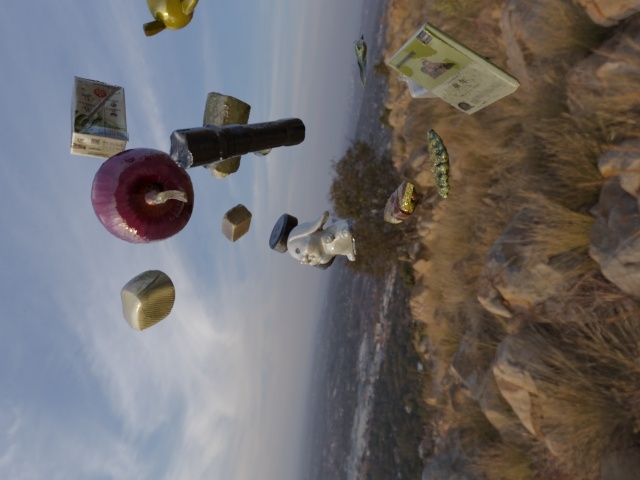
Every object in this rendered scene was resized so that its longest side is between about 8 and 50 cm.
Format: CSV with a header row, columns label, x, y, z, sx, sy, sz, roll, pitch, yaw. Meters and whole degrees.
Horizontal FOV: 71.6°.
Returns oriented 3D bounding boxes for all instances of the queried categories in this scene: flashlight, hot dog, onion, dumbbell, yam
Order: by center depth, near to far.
label,x,y,z,sx,sy,sz,roll,pitch,yaw
flashlight,-0.208,-0.279,1.216,0.423,0.103,0.103,-23,-47,-43
yam,-0.347,-0.389,1.594,0.161,0.161,0.268,-81,5,-71
onion,-0.638,-0.168,1.609,0.345,0.357,0.359,139,142,-70
hot dog,0.314,-0.140,1.658,0.261,0.092,0.123,121,161,-73
dumbbell,-0.082,0.007,2.290,0.204,0.322,0.204,-52,25,36

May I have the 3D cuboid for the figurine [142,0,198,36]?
label,x,y,z,sx,sy,sz,roll,pitch,yaw
figurine,-0.489,-0.813,1.442,0.327,0.218,0.169,70,-165,15

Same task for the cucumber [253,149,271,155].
label,x,y,z,sx,sy,sz,roll,pitch,yaw
cucumber,-0.256,-0.393,1.896,0.241,0.074,0.075,-156,75,-73

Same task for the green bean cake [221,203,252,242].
label,x,y,z,sx,sy,sz,roll,pitch,yaw
green bean cake,-0.375,-0.077,1.978,0.109,0.085,0.179,-40,-11,-26

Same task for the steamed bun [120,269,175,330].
label,x,y,z,sx,sy,sz,roll,pitch,yaw
steamed bun,-0.605,0.190,1.525,0.170,0.152,0.239,-34,-24,-42

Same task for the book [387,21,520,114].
label,x,y,z,sx,sy,sz,roll,pitch,yaw
book,0.407,-0.518,1.388,0.035,0.351,0.239,-69,15,-11

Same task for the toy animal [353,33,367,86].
label,x,y,z,sx,sy,sz,roll,pitch,yaw
toy animal,0.132,-0.605,1.448,0.075,0.041,0.217,63,-157,-59

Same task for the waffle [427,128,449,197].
label,x,y,z,sx,sy,sz,roll,pitch,yaw
waffle,0.428,-0.278,1.593,0.204,0.054,0.224,-90,-13,-48

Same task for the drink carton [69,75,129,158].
label,x,y,z,sx,sy,sz,roll,pitch,yaw
drink carton,-0.887,-0.484,1.775,0.132,0.194,0.325,-52,46,42

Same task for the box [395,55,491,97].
label,x,y,z,sx,sy,sz,roll,pitch,yaw
box,0.507,-0.679,1.876,0.336,0.264,0.106,7,106,63

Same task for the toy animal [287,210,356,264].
label,x,y,z,sx,sy,sz,roll,pitch,yaw
toy animal,0.012,-0.012,1.825,0.249,0.288,0.174,106,158,-45

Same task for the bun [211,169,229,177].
label,x,y,z,sx,sy,sz,roll,pitch,yaw
bun,-0.537,-0.481,2.498,0.287,0.146,0.288,-179,90,-87
